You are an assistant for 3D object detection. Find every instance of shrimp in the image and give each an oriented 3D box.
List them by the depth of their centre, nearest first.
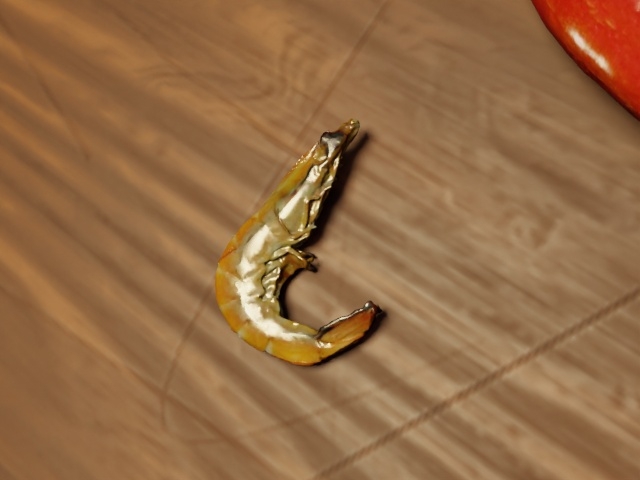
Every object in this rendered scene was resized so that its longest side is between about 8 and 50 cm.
[{"bbox_3d":[0.000,0.000,0.397,0.091,0.025,0.127,27,91,23],"label":"shrimp"}]

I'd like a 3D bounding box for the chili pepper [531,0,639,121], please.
[{"bbox_3d":[0.182,-0.098,0.328,0.137,0.092,0.368,-40,70,-11],"label":"chili pepper"}]
